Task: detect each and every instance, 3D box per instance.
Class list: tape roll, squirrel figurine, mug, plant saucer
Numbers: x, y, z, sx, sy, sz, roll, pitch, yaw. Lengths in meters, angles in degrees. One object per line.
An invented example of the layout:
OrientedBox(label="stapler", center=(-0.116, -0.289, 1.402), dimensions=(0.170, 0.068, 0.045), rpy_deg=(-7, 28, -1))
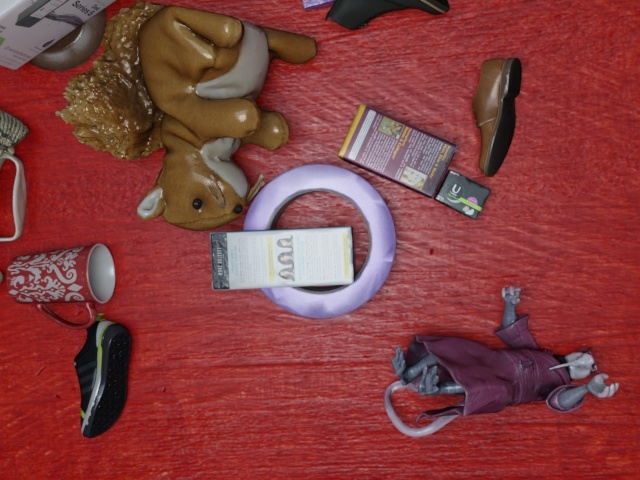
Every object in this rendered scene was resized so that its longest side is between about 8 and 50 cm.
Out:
OrientedBox(label="tape roll", center=(0.000, 0.000, 1.330), dimensions=(0.275, 0.090, 0.274), rpy_deg=(0, 93, 6))
OrientedBox(label="squirrel figurine", center=(-0.247, -0.216, 1.289), dimensions=(0.397, 0.281, 0.370), rpy_deg=(16, 105, 18))
OrientedBox(label="mug", center=(-0.489, 0.084, 1.361), dimensions=(0.169, 0.113, 0.150), rpy_deg=(-4, 63, 9))
OrientedBox(label="plant saucer", center=(-0.507, -0.423, 1.382), dimensions=(0.199, 0.036, 0.198), rpy_deg=(0, 93, 6))

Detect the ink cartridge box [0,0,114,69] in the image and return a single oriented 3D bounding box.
OrientedBox(label="ink cartridge box", center=(-0.499, -0.431, 1.262), dimensions=(0.273, 0.198, 0.114), rpy_deg=(-32, 90, 6))

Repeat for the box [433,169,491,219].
OrientedBox(label="box", center=(0.257, -0.083, 1.322), dimensions=(0.083, 0.052, 0.062), rpy_deg=(27, 95, 5))

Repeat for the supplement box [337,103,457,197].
OrientedBox(label="supplement box", center=(0.138, -0.159, 1.314), dimensions=(0.188, 0.081, 0.104), rpy_deg=(25, 94, 4))

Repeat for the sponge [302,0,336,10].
OrientedBox(label="sponge", center=(0.001, -0.539, 1.333), dimensions=(0.117, 0.031, 0.210), rpy_deg=(-14, 92, 5))

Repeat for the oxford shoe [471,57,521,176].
OrientedBox(label="oxford shoe", center=(0.307, -0.221, 1.313), dimensions=(0.076, 0.076, 0.212), rpy_deg=(12, 97, 34))

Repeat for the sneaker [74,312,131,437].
OrientedBox(label="sneaker", center=(-0.426, 0.257, 1.399), dimensions=(0.097, 0.084, 0.234), rpy_deg=(15, 93, 28))

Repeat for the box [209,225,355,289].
OrientedBox(label="box", center=(-0.064, 0.030, 1.262), dimensions=(0.244, 0.060, 0.100), rpy_deg=(-2, 92, 5))

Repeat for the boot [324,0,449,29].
OrientedBox(label="boot", center=(0.118, -0.423, 1.318), dimensions=(0.198, 0.077, 0.137), rpy_deg=(20, 131, -20))

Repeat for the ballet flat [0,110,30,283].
OrientedBox(label="ballet flat", center=(-0.663, -0.014, 1.368), dimensions=(0.182, 0.164, 0.482), rpy_deg=(19, 93, -16))

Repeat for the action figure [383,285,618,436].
OrientedBox(label="action figure", center=(0.329, 0.250, 1.264), dimensions=(0.370, 0.248, 0.275), rpy_deg=(1, 128, -18))
